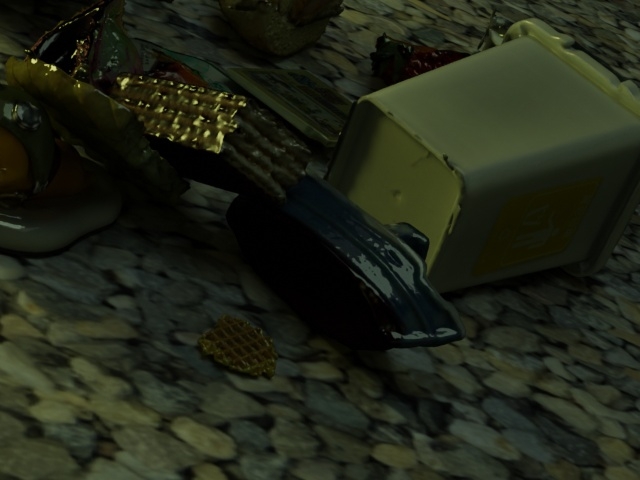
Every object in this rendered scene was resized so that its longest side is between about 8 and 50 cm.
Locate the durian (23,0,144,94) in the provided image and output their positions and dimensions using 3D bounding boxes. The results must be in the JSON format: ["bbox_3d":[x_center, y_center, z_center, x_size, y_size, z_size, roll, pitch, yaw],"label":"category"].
[{"bbox_3d":[-0.257,-0.173,1.727,0.108,0.119,0.187,55,27,-32],"label":"durian"}]

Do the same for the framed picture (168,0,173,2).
[{"bbox_3d":[-0.325,-0.404,2.120,0.260,0.023,0.189,16,32,-21],"label":"framed picture"}]

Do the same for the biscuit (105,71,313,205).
[{"bbox_3d":[-0.120,-0.106,1.594,0.252,0.070,0.106,17,-15,47],"label":"biscuit"}]

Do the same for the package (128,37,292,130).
[{"bbox_3d":[-0.137,-0.174,1.864,0.232,0.040,0.166,23,27,-9],"label":"package"}]

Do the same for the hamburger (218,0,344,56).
[{"bbox_3d":[-0.071,-0.316,2.103,0.155,0.135,0.208,17,39,17],"label":"hamburger"}]

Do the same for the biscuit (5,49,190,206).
[{"bbox_3d":[-0.230,-0.114,1.548,0.187,0.036,0.273,30,-8,17],"label":"biscuit"}]

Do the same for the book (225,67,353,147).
[{"bbox_3d":[-0.008,-0.168,1.965,0.168,0.013,0.192,37,21,20],"label":"book"}]

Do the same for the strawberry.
[{"bbox_3d":[0.138,-0.230,2.145,0.140,0.085,0.192,12,6,4],"label":"strawberry"}]

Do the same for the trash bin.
[{"bbox_3d":[0.180,-0.096,1.808,0.367,0.256,0.296,-18,52,-43],"label":"trash bin"}]

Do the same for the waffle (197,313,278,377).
[{"bbox_3d":[-0.075,0.098,1.474,0.078,0.016,0.085,27,28,-7],"label":"waffle"}]

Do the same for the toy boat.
[{"bbox_3d":[0.030,0.014,1.582,0.142,0.129,0.309,-22,46,-37],"label":"toy boat"}]

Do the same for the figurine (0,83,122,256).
[{"bbox_3d":[-0.276,-0.092,1.493,0.166,0.141,0.250,38,30,24],"label":"figurine"}]
